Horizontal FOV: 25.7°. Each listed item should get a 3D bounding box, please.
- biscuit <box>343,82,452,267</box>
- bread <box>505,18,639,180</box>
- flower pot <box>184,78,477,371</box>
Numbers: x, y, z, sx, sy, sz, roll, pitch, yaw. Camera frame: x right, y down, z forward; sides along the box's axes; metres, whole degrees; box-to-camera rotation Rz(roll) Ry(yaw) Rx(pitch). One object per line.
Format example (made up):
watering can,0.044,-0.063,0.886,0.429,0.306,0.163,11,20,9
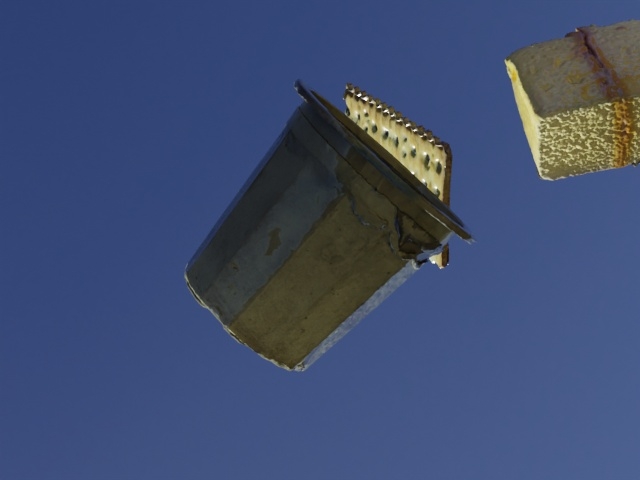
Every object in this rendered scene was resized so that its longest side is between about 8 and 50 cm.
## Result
biscuit,0.076,-0.065,1.415,0.016,0.203,0.144,-13,-63,-25
bread,0.388,-0.202,1.942,0.240,0.178,0.135,-13,-43,-5
flower pot,0.000,0.000,1.244,0.202,0.212,0.212,-50,-37,10
